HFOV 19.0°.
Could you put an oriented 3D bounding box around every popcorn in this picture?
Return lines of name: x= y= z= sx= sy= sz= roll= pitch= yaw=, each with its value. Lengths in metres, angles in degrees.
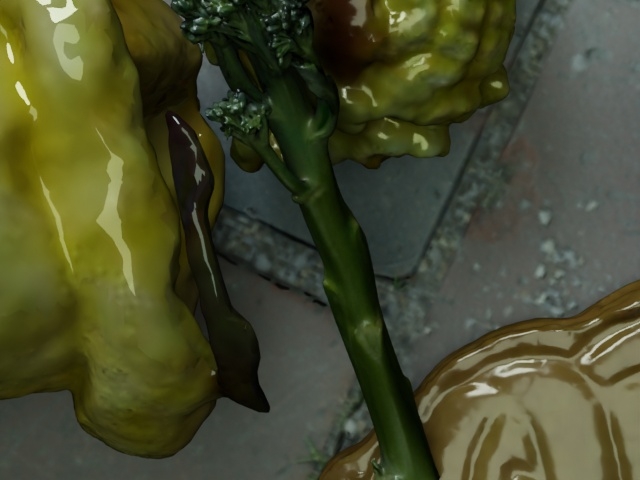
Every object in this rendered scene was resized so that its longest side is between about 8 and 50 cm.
popcorn: x=0.021 y=-0.139 z=1.142 sx=0.169 sy=0.218 sz=0.189 roll=-20 pitch=116 yaw=-37
popcorn: x=-0.188 y=-0.014 z=1.075 sx=0.381 sy=0.349 sz=0.349 roll=26 pitch=97 yaw=17

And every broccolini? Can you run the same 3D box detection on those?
broccolini: x=-0.004 y=-0.001 z=1.073 sx=0.074 sy=0.079 sz=0.392 roll=-27 pitch=118 yaw=-16

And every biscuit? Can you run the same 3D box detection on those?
biscuit: x=0.178 y=0.194 z=1.213 sx=0.351 sy=0.057 sz=0.312 roll=-16 pitch=93 yaw=6
